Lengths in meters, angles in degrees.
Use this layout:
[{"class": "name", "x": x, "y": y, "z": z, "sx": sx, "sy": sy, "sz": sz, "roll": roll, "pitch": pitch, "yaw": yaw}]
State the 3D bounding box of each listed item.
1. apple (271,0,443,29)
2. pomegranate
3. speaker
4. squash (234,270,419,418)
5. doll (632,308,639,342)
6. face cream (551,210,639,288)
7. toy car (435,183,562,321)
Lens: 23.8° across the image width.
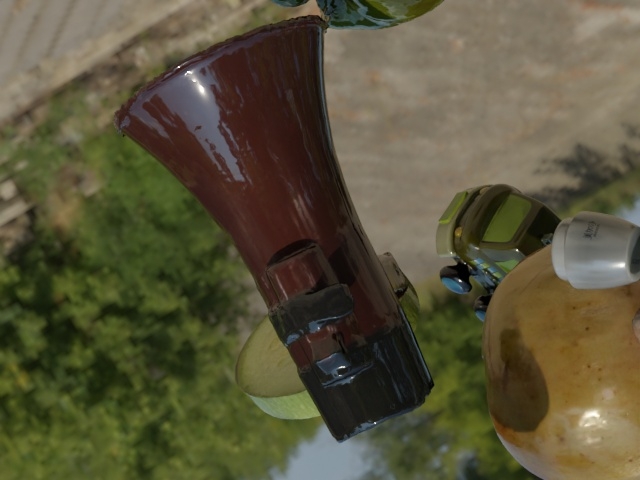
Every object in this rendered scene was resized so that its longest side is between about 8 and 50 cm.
[{"class": "apple", "x": 0.056, "y": -0.341, "z": 1.457, "sx": 0.233, "sy": 0.258, "sz": 0.295, "roll": 7, "pitch": 172, "yaw": 28}, {"class": "pomegranate", "x": 0.372, "y": 0.156, "z": 1.976, "sx": 0.338, "sy": 0.338, "sz": 0.338, "roll": -31, "pitch": 178, "yaw": -1}, {"class": "speaker", "x": -0.024, "y": 0.000, "z": 1.300, "sx": 0.198, "sy": 0.330, "sz": 0.259, "roll": -25, "pitch": -179, "yaw": -9}, {"class": "squash", "x": 0.009, "y": 0.120, "z": 1.910, "sx": 0.252, "sy": 0.049, "sz": 0.252, "roll": -29, "pitch": -153, "yaw": 17}, {"class": "doll", "x": 0.410, "y": 0.136, "z": 1.694, "sx": 0.201, "sy": 0.156, "sz": 0.303, "roll": -54, "pitch": 169, "yaw": -29}, {"class": "face cream", "x": 0.323, "y": 0.012, "z": 1.755, "sx": 0.095, "sy": 0.091, "sz": 0.091, "roll": 4, "pitch": -160, "yaw": 34}, {"class": "toy car", "x": 0.327, "y": 0.021, "z": 2.427, "sx": 0.204, "sy": 0.248, "sz": 0.198, "roll": -55, "pitch": -159, "yaw": -20}]
